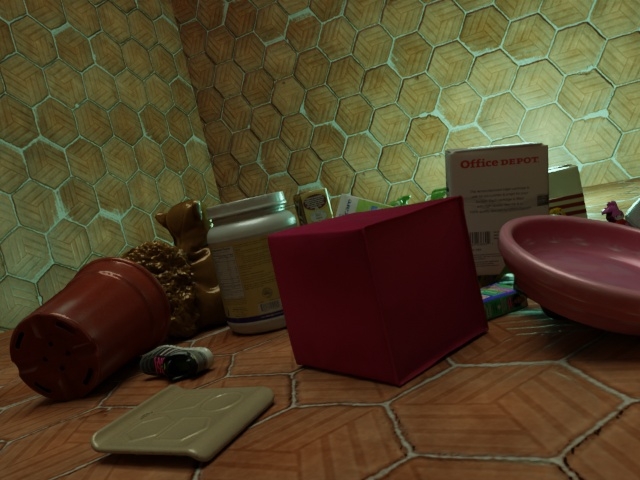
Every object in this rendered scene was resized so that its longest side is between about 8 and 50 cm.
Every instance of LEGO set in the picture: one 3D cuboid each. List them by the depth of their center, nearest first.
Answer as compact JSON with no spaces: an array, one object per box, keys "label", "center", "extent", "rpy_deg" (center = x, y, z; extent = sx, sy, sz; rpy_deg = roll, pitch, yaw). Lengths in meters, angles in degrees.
[{"label":"LEGO set","center":[0.588,-0.041,1.192],"extent":[0.227,0.093,0.087],"rpy_deg":[-14,-9,-24]}]

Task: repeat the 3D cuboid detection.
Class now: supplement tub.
[{"label":"supplement tub","center":[-0.160,0.054,1.356],"extent":[0.241,0.331,0.241],"rpy_deg":[-13,5,1]}]

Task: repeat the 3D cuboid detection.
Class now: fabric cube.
[{"label":"fabric cube","center":[0.101,0.075,0.923],"extent":[0.259,0.254,0.258],"rpy_deg":[-17,6,-39]}]

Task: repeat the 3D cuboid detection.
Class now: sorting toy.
[{"label":"sorting toy","center":[-0.200,0.273,0.780],"extent":[0.208,0.038,0.193],"rpy_deg":[-5,8,26]}]

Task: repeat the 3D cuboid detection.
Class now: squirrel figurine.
[{"label":"squirrel figurine","center":[-0.384,0.071,1.502],"extent":[0.281,0.370,0.397],"rpy_deg":[-9,7,37]}]

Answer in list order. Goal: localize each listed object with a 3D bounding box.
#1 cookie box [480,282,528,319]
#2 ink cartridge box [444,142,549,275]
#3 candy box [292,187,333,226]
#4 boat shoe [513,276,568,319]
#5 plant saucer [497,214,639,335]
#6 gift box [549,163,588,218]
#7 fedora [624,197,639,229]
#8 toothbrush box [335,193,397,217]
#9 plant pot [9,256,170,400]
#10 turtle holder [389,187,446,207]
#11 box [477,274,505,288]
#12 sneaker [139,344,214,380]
[{"label":"cookie box","center":[0.335,0.121,1.023],"extent":[0.107,0.040,0.092],"rpy_deg":[-15,7,-17]},{"label":"ink cartridge box","center":[0.402,-0.074,1.189],"extent":[0.211,0.289,0.121],"rpy_deg":[-3,13,9]},{"label":"candy box","center":[0.000,0.000,1.621],"extent":[0.088,0.316,0.183],"rpy_deg":[-15,6,-10]},{"label":"boat shoe","center":[0.415,0.101,0.889],"extent":[0.080,0.073,0.223],"rpy_deg":[0,20,-20]},{"label":"plant saucer","center":[0.443,0.050,0.805],"extent":[0.332,0.084,0.332],"rpy_deg":[4,22,-2]},{"label":"gift box","center":[0.641,-0.115,1.575],"extent":[0.258,0.276,0.255],"rpy_deg":[-13,0,18]},{"label":"fedora","center":[0.672,-0.015,0.949],"extent":[0.124,0.244,0.275],"rpy_deg":[-44,30,13]},{"label":"toothbrush box","center":[0.210,-0.039,1.524],"extent":[0.283,0.122,0.206],"rpy_deg":[16,4,28]},{"label":"plant pot","center":[-0.522,0.205,1.174],"extent":[0.273,0.272,0.265],"rpy_deg":[-12,13,11]},{"label":"turtle holder","center":[0.315,-0.035,1.717],"extent":[0.321,0.227,0.243],"rpy_deg":[-14,6,-4]},{"label":"box","center":[0.372,0.089,1.269],"extent":[0.105,0.043,0.179],"rpy_deg":[-8,9,44]},{"label":"sneaker","center":[-0.309,0.253,1.065],"extent":[0.171,0.063,0.075],"rpy_deg":[-6,1,19]}]
